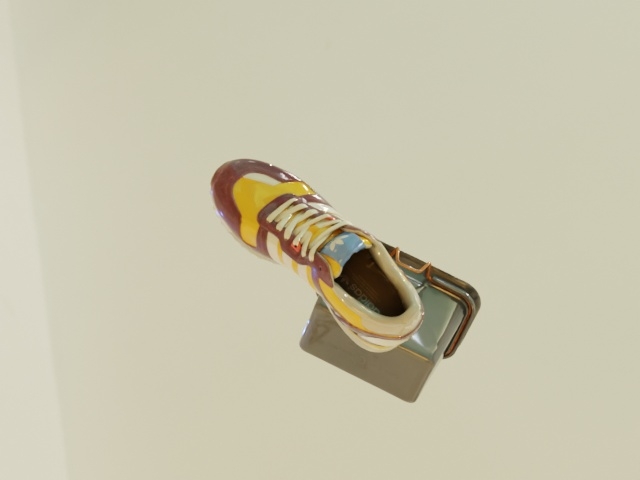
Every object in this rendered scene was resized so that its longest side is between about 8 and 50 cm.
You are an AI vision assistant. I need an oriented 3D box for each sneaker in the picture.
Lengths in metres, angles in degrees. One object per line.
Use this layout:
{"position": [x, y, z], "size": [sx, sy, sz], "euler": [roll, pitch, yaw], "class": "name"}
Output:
{"position": [0.000, 0.000, 0.852], "size": [0.069, 0.185, 0.084], "euler": [-49, 175, -17], "class": "sneaker"}

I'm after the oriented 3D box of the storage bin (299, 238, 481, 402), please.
{"position": [0.053, 0.063, 0.984], "size": [0.135, 0.098, 0.091], "euler": [26, -140, 5], "class": "storage bin"}
